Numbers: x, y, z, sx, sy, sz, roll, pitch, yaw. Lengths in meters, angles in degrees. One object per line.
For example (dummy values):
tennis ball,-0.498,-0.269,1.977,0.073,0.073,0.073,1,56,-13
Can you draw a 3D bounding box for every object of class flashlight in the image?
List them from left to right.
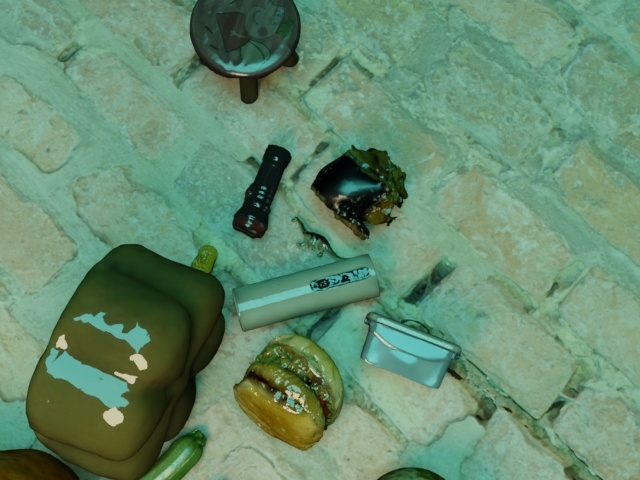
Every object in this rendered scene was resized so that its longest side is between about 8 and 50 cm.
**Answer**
flashlight,-0.139,-0.123,1.997,0.093,0.093,0.232,17,72,3

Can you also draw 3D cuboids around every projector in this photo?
projector,-0.033,0.121,1.922,0.337,0.108,0.108,-14,75,-5

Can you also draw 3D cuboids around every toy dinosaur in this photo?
toy dinosaur,-0.010,0.011,1.989,0.180,0.037,0.058,38,81,9

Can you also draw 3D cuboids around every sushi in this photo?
sushi,0.104,-0.127,1.961,0.204,0.213,0.200,-44,103,2

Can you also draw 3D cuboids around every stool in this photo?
stool,-0.182,-0.496,2.052,0.272,0.178,0.272,0,74,-2

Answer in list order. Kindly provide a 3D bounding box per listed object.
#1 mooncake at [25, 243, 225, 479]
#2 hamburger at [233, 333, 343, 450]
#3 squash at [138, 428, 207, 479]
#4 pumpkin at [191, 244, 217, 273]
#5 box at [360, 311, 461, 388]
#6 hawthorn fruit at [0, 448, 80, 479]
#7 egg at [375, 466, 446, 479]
mooncake,-0.387,0.251,1.695,0.262,0.467,0.467,25,75,6
hamburger,-0.060,0.332,1.808,0.244,0.244,0.163,34,55,8
squash,-0.339,0.506,1.823,0.219,0.068,0.077,-43,46,-13
pumpkin,-0.275,0.051,1.974,0.050,0.028,0.083,25,66,4
box,0.196,0.243,1.870,0.227,0.162,0.130,22,85,4
hawthorn fruit,-0.629,0.633,1.597,0.471,0.472,0.472,0,74,-1
egg,0.181,0.619,1.721,0.238,0.238,0.289,21,84,4
